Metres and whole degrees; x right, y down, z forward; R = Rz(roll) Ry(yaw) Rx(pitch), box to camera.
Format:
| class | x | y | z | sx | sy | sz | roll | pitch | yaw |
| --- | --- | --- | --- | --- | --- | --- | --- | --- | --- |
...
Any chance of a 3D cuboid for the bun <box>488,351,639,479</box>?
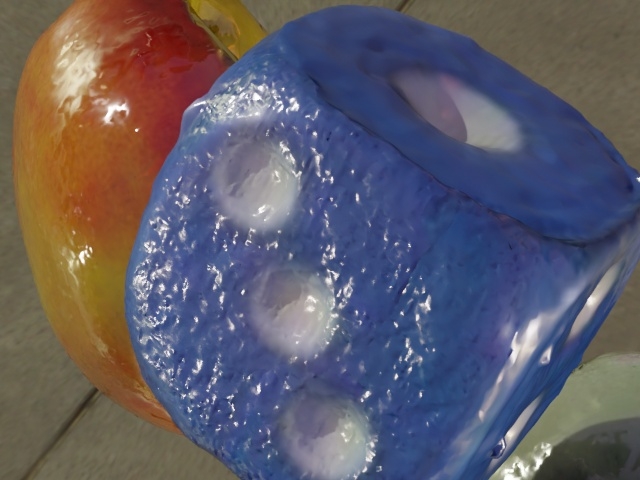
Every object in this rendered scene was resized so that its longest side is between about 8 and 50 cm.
| class | x | y | z | sx | sy | sz | roll | pitch | yaw |
| --- | --- | --- | --- | --- | --- | --- | --- | --- | --- |
| bun | 0.178 | 0.170 | 0.739 | 0.293 | 0.187 | 0.293 | 4 | 120 | 7 |

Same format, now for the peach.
| class | x | y | z | sx | sy | sz | roll | pitch | yaw |
| --- | --- | --- | --- | --- | --- | --- | --- | --- | --- |
| peach | -0.124 | -0.047 | 1.103 | 0.242 | 0.380 | 0.306 | -25 | 118 | 9 |

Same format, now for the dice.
| class | x | y | z | sx | sy | sz | roll | pitch | yaw |
| --- | --- | --- | --- | --- | --- | --- | --- | --- | --- |
| dice | 0.026 | 0.010 | 0.508 | 0.146 | 0.143 | 0.146 | 34 | 116 | 18 |
